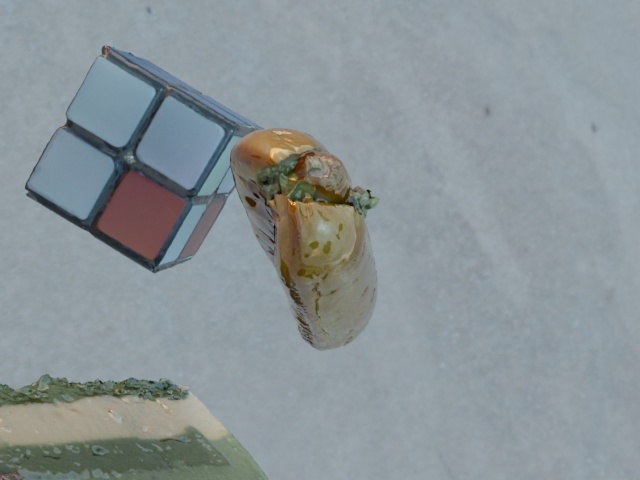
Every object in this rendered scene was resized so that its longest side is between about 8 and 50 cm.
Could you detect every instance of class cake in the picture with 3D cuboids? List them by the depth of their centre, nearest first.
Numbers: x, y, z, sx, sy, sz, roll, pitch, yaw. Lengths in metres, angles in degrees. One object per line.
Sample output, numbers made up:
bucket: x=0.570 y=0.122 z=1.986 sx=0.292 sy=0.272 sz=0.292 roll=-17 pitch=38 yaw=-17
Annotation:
cake: x=-0.150 y=0.156 z=0.844 sx=0.172 sy=0.158 sz=0.283 roll=-42 pitch=146 yaw=-15

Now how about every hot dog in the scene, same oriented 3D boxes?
hot dog: x=0.000 y=0.000 z=0.698 sx=0.249 sy=0.068 sz=0.100 roll=77 pitch=-12 yaw=-75

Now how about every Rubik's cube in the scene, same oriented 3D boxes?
Rubik's cube: x=-0.183 y=-0.086 z=1.273 sx=0.180 sy=0.167 sz=0.183 roll=-59 pitch=175 yaw=5
